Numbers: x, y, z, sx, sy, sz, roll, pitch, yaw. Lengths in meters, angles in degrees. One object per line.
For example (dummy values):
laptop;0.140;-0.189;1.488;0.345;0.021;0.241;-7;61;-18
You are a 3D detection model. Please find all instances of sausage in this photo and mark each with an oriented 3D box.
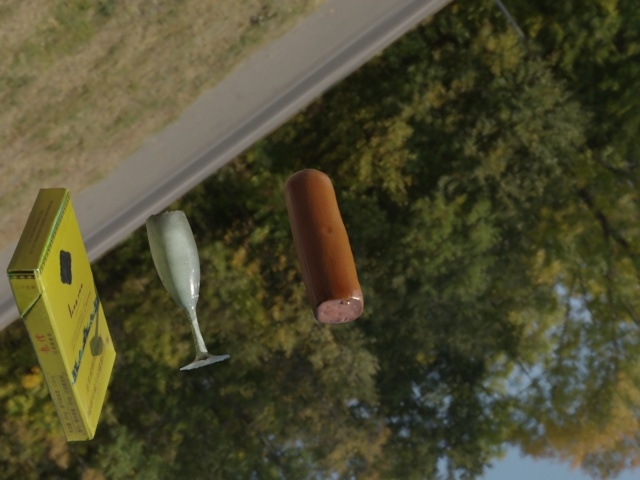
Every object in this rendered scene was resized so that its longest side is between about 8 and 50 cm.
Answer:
sausage;0.000;0.000;0.676;0.039;0.131;0.041;-11;147;-8

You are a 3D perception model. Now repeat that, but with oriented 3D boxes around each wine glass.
wine glass;-0.168;0.059;1.119;0.066;0.198;0.066;-16;168;-3

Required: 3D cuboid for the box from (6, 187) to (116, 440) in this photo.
box;-0.304;0.093;1.080;0.041;0.279;0.153;-3;-142;3
